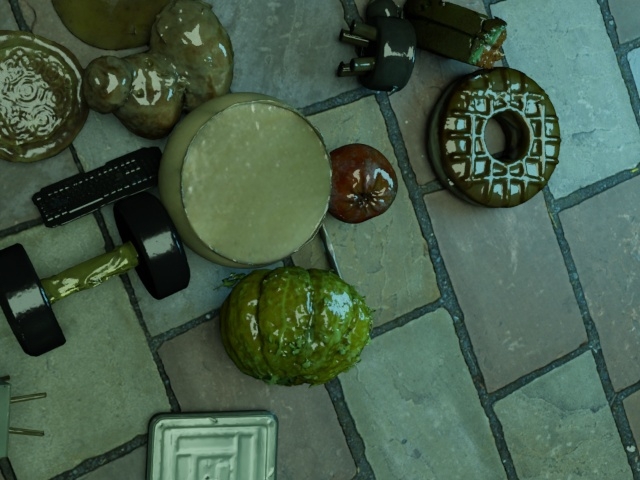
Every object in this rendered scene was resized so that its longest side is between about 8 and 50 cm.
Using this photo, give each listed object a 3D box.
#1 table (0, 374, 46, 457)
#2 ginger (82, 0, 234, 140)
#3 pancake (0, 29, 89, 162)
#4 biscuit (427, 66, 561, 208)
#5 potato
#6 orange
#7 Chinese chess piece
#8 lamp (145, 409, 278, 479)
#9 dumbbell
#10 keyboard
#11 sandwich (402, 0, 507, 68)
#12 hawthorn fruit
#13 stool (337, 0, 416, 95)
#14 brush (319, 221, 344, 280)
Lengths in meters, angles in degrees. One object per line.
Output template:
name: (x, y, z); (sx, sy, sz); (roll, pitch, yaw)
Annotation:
table: (-0.571, 0.291, 1.425); (0.111, 0.240, 0.121); (4, 89, -40)
ginger: (-0.302, -0.305, 1.547); (0.304, 0.155, 0.244); (-40, 143, -24)
pancake: (-0.551, -0.273, 1.520); (0.250, 0.031, 0.250); (2, 86, -26)
biscuit: (0.397, -0.232, 1.848); (0.332, 0.103, 0.332); (0, 91, -20)
potato: (-0.363, -0.500, 1.565); (0.299, 0.116, 0.239); (-34, 106, -16)
orange: (-0.050, 0.179, 1.588); (0.301, 0.300, 0.223); (32, 55, -50)
Chinese chess piece: (-0.139, -0.113, 1.555); (0.338, 0.140, 0.338); (-5, 101, -26)
lamp: (-0.220, 0.479, 1.646); (0.269, 0.047, 0.266); (2, 88, -20)
dumbbell: (-0.421, 0.058, 1.489); (0.322, 0.204, 0.203); (-25, 98, -19)
keyboard: (-0.415, -0.107, 1.559); (0.262, 0.016, 0.106); (-25, 55, -19)
sandwich: (0.289, -0.440, 1.755); (0.212, 0.292, 0.109); (10, 108, -58)
hawthorn fruit: (0.073, -0.125, 1.700); (0.173, 0.173, 0.172); (0, 90, -20)
stool: (0.114, -0.413, 1.733); (0.139, 0.153, 0.228); (3, 46, -17)
brush: (0.000, 0.000, 1.725); (0.050, 0.060, 0.321); (-19, 97, -7)
